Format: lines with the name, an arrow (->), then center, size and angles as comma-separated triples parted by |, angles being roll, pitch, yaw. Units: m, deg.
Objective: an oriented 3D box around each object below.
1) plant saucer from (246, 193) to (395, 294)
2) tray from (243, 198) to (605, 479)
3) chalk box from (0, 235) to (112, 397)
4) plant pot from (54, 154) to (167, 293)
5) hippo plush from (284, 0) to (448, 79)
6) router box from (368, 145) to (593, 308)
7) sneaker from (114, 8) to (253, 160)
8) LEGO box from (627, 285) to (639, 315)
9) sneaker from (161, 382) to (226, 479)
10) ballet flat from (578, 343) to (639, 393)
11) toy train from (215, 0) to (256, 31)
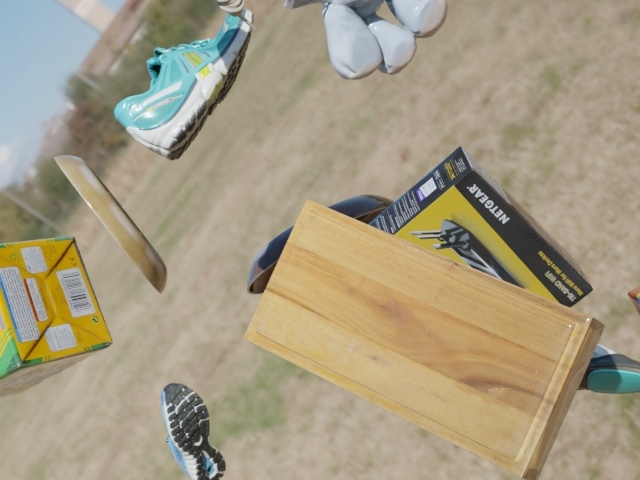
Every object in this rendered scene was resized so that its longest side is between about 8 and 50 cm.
plant saucer -> 0.000, 0.000, 2.128 | 0.310, 0.050, 0.310 | -28, -10, -6
tray -> 0.118, 0.115, 1.513 | 0.076, 0.410, 0.203 | 27, -94, -62
chalk box -> -0.481, 0.133, 1.774 | 0.289, 0.180, 0.179 | -28, -12, 34
plant pot -> -0.279, -0.028, 1.670 | 0.032, 0.236, 0.236 | -38, 9, -6
hippo plush -> 0.031, -0.389, 1.923 | 0.236, 0.294, 0.234 | 38, 124, 56
router box -> 0.222, 0.043, 1.844 | 0.243, 0.309, 0.081 | -41, 29, 16
sneaker -> -0.173, -0.230, 1.633 | 0.275, 0.110, 0.107 | -58, -2, -37
LEGO box -> 0.584, 0.026, 1.152 | 0.500, 0.193, 0.372 | -29, -1, 6
sneaker -> -0.185, 0.258, 1.617 | 0.073, 0.162, 0.063 | 14, 38, 43
ballet flat -> 0.494, 0.243, 2.314 | 0.095, 0.280, 0.096 | 84, 180, -54
toy train -> -0.114, -0.356, 1.342 | 0.143, 0.248, 0.105 | -42, 33, 19
